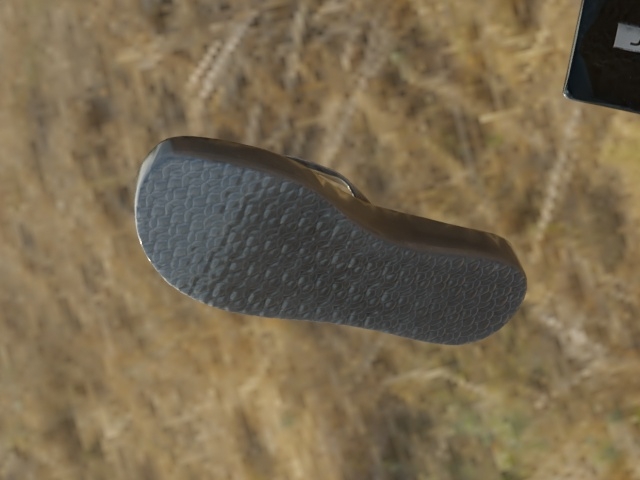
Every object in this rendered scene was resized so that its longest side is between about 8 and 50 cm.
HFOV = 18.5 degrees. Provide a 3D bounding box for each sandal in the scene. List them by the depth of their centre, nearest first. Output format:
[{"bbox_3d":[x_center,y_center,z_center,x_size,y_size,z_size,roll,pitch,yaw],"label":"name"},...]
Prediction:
[{"bbox_3d":[0.000,0.001,1.093,0.097,0.254,0.054,-49,40,27],"label":"sandal"}]

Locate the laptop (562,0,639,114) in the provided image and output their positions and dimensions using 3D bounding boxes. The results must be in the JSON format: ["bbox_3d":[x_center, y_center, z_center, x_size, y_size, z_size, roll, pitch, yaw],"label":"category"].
[{"bbox_3d":[0.205,-0.162,0.737,0.264,0.234,0.136,-94,19,-48],"label":"laptop"}]
